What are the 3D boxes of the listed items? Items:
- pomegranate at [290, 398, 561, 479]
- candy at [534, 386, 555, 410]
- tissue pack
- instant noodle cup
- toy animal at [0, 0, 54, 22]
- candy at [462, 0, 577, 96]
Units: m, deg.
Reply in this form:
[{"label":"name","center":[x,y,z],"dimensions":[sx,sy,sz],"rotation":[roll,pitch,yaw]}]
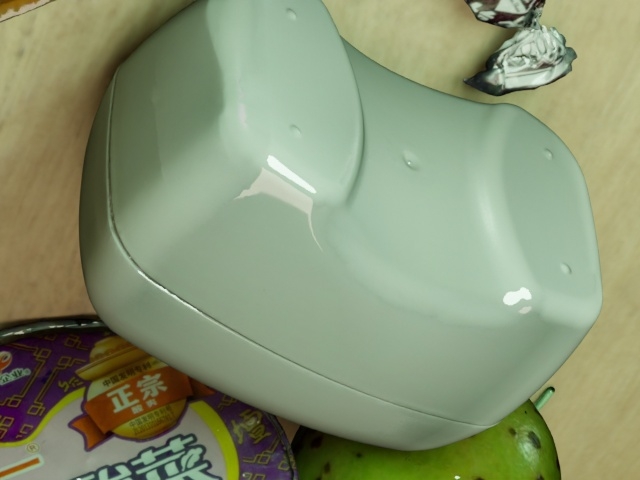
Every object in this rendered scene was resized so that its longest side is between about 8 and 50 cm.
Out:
[{"label":"pomegranate","center":[0.061,0.221,1.507],"dimensions":[0.231,0.231,0.286],"rotation":[14,124,-21]},{"label":"candy","center":[0.131,0.194,1.624],"dimensions":[0.061,0.061,0.202],"rotation":[24,115,-28]},{"label":"tissue pack","center":[0.000,0.000,1.298],"dimensions":[0.333,0.229,0.236],"rotation":[25,131,-28]},{"label":"instant noodle cup","center":[-0.179,0.268,1.461],"dimensions":[0.340,0.340,0.266],"rotation":[-5,140,-5]},{"label":"toy animal","center":[-0.098,-0.214,1.167],"dimensions":[0.302,0.225,0.284],"rotation":[-5,152,-21]},{"label":"candy","center":[0.107,-0.183,1.279],"dimensions":[0.094,0.051,0.226],"rotation":[-16,131,19]}]
